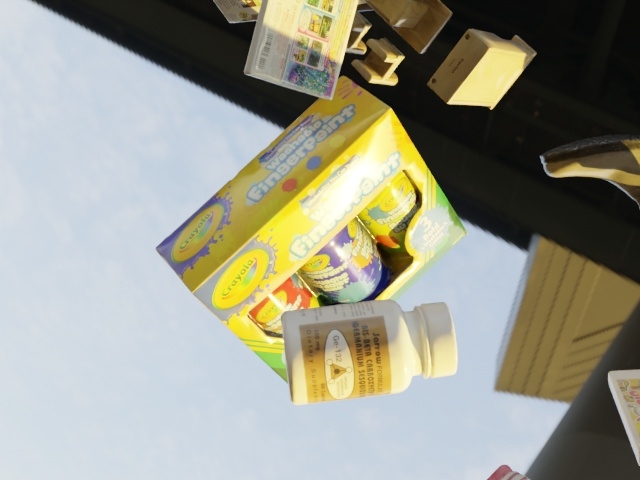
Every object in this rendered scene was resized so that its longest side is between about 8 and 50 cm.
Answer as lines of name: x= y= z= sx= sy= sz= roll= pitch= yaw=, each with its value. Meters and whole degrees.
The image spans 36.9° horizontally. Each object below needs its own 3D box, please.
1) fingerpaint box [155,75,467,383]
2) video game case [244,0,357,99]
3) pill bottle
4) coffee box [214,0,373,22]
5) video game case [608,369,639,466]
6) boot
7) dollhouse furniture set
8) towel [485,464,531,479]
fingerpaint box: x=0.000 y=0.000 z=1.704 sx=0.163 sy=0.445 sz=0.371 roll=43 pitch=-6 yaw=45
video game case: x=-0.022 y=-0.278 z=1.266 sx=0.019 sy=0.143 sz=0.157 roll=20 pitch=-83 yaw=50
pill bottle: x=0.065 y=0.149 z=1.319 sx=0.229 sy=0.131 sz=0.131 roll=-7 pitch=-49 yaw=-3
coffee box: x=-0.030 y=-0.476 z=1.616 sx=0.297 sy=0.168 sz=0.119 roll=1 pitch=-24 yaw=25
video game case: x=0.482 y=0.213 z=1.195 sx=0.207 sy=0.227 sz=0.026 roll=-5 pitch=-73 yaw=9
boot: x=0.537 y=-0.065 z=1.574 sx=0.338 sy=0.118 sz=0.222 roll=-4 pitch=-80 yaw=6
dollhouse furniture set: x=0.168 y=-0.311 z=1.398 sx=0.242 sy=0.161 sz=0.212 roll=48 pitch=-62 yaw=20
towel: x=0.156 y=0.277 z=0.822 sx=0.029 sy=0.144 sz=0.197 roll=49 pitch=-7 yaw=-15
